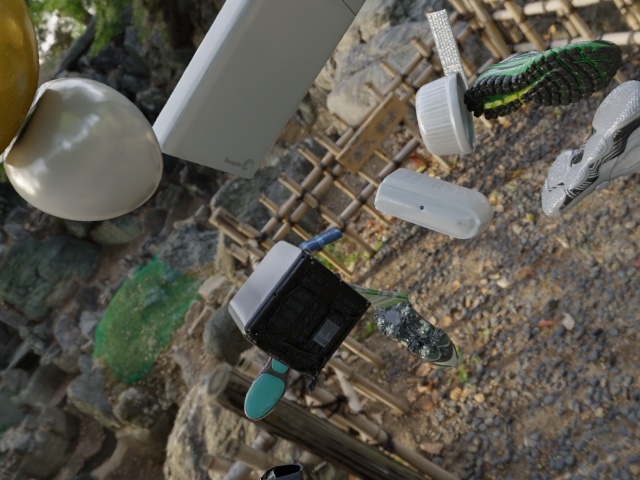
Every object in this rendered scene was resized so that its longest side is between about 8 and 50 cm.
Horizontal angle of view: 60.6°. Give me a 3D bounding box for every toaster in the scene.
[{"bbox_3d":[-0.037,0.116,0.880,0.185,0.168,0.110,-53,30,-3],"label":"toaster"}]

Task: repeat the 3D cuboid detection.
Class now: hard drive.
[{"bbox_3d":[-0.084,-0.265,0.821,0.047,0.233,0.353,40,103,22],"label":"hard drive"}]

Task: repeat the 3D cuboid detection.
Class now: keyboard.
[{"bbox_3d":[0.402,-0.592,1.721,0.072,0.256,0.014,4,38,46],"label":"keyboard"}]

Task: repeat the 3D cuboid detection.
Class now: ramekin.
[{"bbox_3d":[0.319,-0.315,1.398,0.109,0.207,0.207,-9,43,25],"label":"ramekin"}]

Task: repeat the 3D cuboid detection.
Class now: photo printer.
[{"bbox_3d":[0.333,-0.105,1.554,0.256,0.308,0.107,-37,-36,-64],"label":"photo printer"}]

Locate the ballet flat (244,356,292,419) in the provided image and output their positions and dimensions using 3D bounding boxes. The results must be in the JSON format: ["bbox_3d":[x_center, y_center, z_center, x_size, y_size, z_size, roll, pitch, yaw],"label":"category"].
[{"bbox_3d":[-0.100,0.300,1.243,0.079,0.077,0.221,74,-139,-83],"label":"ballet flat"}]

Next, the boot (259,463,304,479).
[{"bbox_3d":[-0.139,0.583,1.308,0.082,0.219,0.106,-105,18,-77],"label":"boot"}]

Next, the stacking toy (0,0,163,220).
[{"bbox_3d":[-0.311,-0.136,0.341,0.351,0.480,0.350,-28,48,37],"label":"stacking toy"}]

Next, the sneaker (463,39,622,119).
[{"bbox_3d":[0.494,-0.388,1.236,0.344,0.134,0.146,0,50,47],"label":"sneaker"}]

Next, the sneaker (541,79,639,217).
[{"bbox_3d":[0.685,-0.172,1.259,0.137,0.210,0.365,-80,10,-48],"label":"sneaker"}]

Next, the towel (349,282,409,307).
[{"bbox_3d":[0.109,0.126,1.249,0.113,0.152,0.023,147,130,-62],"label":"towel"}]

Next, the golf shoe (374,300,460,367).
[{"bbox_3d":[0.232,0.229,1.355,0.105,0.120,0.273,-49,35,0],"label":"golf shoe"}]

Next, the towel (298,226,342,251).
[{"bbox_3d":[0.000,0.000,1.525,0.120,0.029,0.067,-25,14,-12],"label":"towel"}]
